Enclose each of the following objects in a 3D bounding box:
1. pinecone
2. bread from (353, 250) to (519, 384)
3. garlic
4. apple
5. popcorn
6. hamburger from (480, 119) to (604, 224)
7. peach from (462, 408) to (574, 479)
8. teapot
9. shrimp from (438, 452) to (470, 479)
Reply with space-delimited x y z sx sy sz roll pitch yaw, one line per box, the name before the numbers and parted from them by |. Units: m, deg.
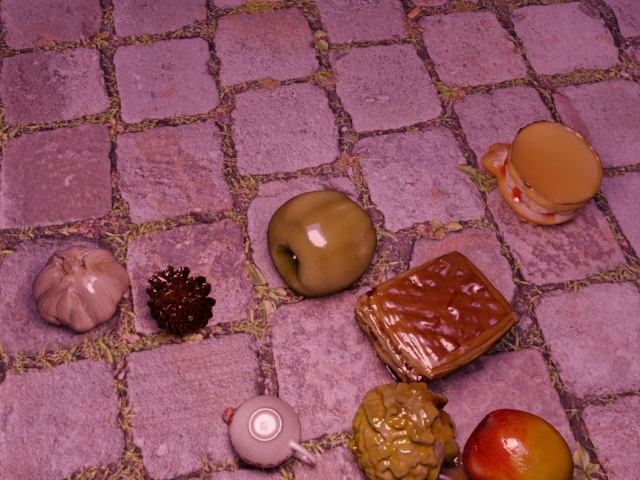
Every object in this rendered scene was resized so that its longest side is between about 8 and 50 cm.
pinecone | -0.350 0.135 1.743 0.163 0.162 0.165 -32 53 -21
bread | 0.273 0.199 1.729 0.325 0.167 0.277 -29 64 -19
garlic | -0.586 0.106 1.740 0.228 0.152 0.227 4 61 -7
apple | 0.000 0.000 1.803 0.279 0.279 0.279 2 59 -3
popcorn | 0.185 0.415 1.560 0.259 0.212 0.259 -8 38 7
hamburger | 0.598 -0.181 1.971 0.303 0.186 0.260 29 62 2
peach | 0.421 0.473 1.537 0.231 0.231 0.230 2 59 -3
teapot | -0.114 0.435 1.608 0.246 0.116 0.159 36 52 10
shrimp | 0.265 0.507 1.613 0.163 0.045 0.095 4 58 1
